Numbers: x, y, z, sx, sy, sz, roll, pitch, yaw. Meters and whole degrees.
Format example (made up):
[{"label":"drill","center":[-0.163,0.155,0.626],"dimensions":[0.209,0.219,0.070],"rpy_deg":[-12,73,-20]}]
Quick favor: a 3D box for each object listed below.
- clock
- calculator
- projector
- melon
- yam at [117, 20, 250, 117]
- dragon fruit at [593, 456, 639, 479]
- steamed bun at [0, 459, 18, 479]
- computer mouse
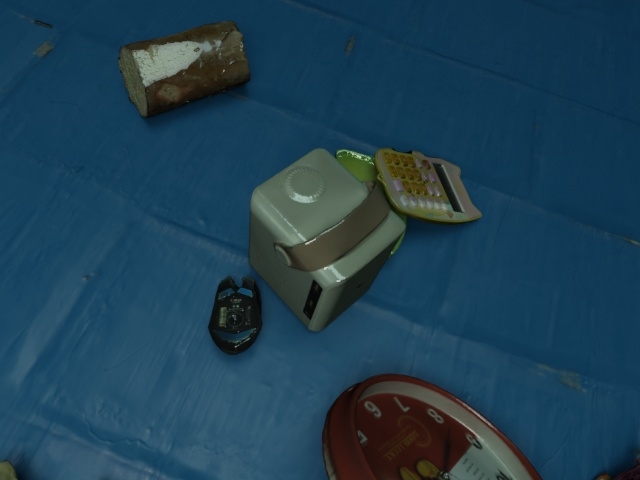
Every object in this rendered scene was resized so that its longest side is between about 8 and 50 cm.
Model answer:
[{"label":"clock","center":[0.146,0.294,0.597],"dimensions":[0.318,0.080,0.318],"rpy_deg":[26,20,-10]},{"label":"calculator","center":[0.187,-0.096,0.884],"dimensions":[0.236,0.033,0.157],"rpy_deg":[5,57,-36]},{"label":"projector","center":[0.000,0.000,0.717],"dimensions":[0.163,0.242,0.177],"rpy_deg":[-39,75,-24]},{"label":"melon","center":[0.085,-0.060,0.871],"dimensions":[0.118,0.064,0.210],"rpy_deg":[0,63,-11]},{"label":"yam","center":[-0.246,-0.326,0.926],"dimensions":[0.238,0.129,0.128],"rpy_deg":[-24,33,-22]},{"label":"dragon fruit","center":[0.448,0.355,0.619],"dimensions":[0.282,0.211,0.147],"rpy_deg":[-39,65,-5]},{"label":"steamed bun","center":[-0.347,0.447,0.441],"dimensions":[0.247,0.189,0.428],"rpy_deg":[-26,69,-14]},{"label":"computer mouse","center":[-0.126,0.114,0.742],"dimensions":[0.079,0.047,0.135],"rpy_deg":[-3,53,-4]}]
